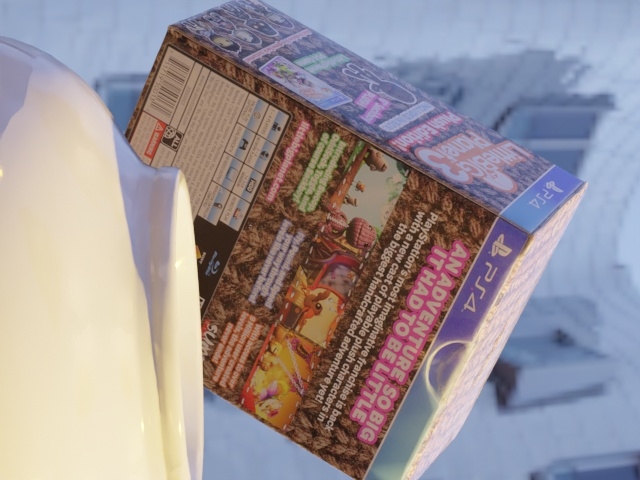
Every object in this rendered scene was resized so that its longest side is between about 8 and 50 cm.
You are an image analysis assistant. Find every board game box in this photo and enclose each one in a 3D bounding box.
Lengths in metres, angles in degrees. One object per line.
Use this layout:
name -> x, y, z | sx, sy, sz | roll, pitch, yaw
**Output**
board game box -> 0.000, 0.000, 1.398 | 0.291, 0.141, 0.232 | 31, -64, 12

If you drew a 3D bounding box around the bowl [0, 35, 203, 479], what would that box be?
bowl -> -0.120, 0.042, 0.814 | 0.298, 0.134, 0.298 | -3, 90, -89
